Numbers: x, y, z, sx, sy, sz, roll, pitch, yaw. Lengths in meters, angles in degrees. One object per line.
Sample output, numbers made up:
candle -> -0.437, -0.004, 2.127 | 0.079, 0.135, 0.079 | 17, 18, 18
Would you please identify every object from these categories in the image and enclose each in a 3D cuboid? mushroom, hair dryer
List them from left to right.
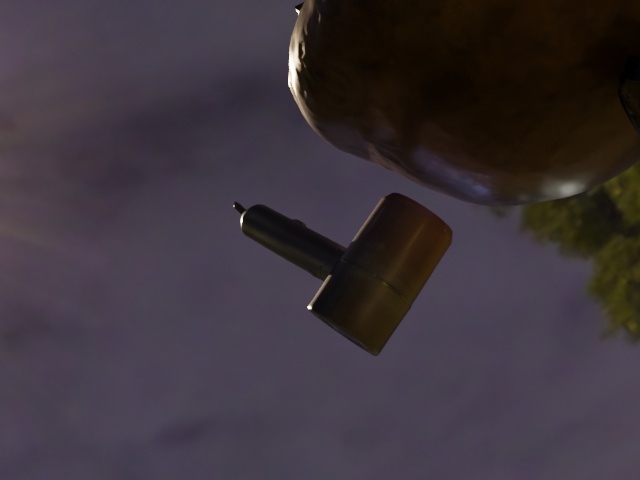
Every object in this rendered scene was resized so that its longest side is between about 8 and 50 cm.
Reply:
hair dryer -> 0.000, 0.000, 0.577 | 0.063, 0.114, 0.037 | -56, -41, -7
mushroom -> 0.124, -0.137, 0.674 | 0.263, 0.195, 0.283 | -52, 2, 46

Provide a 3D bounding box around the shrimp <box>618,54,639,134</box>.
shrimp -> 0.230, 0.031, 0.506 | 0.054, 0.290, 0.222 | -55, 0, 38
